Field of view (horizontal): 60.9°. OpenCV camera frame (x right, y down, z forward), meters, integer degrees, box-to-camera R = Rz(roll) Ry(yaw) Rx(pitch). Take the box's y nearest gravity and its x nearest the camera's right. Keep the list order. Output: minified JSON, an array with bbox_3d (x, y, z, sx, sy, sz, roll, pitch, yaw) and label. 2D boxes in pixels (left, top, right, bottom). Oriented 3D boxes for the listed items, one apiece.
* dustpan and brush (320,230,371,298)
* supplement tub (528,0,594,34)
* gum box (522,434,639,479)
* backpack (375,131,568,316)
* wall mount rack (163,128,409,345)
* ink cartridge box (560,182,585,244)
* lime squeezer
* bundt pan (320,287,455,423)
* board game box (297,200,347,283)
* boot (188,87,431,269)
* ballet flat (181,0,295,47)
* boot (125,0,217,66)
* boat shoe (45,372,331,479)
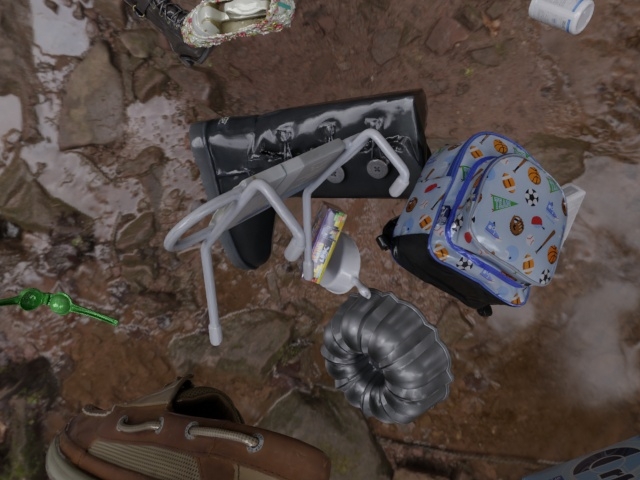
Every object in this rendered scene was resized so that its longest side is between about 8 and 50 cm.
[{"bbox_3d":[0.064,0.080,1.282,0.060,0.211,0.147,20,105,-19],"label":"dustpan and brush"},{"bbox_3d":[0.492,-0.472,1.112,0.107,0.071,0.071,40,105,31],"label":"supplement tub"},{"bbox_3d":[0.309,0.256,0.551,0.185,0.157,0.041,-26,82,10],"label":"gum box"},{"bbox_3d":[0.268,-0.044,0.901,0.277,0.213,0.263,32,64,-27],"label":"backpack"},{"bbox_3d":[-0.047,-0.007,0.733,0.130,0.350,0.304,54,140,5],"label":"wall mount rack"},{"bbox_3d":[0.506,-0.008,1.265,0.181,0.056,0.224,-23,139,-25],"label":"ink cartridge box"},{"bbox_3d":[-0.637,0.148,1.277,0.311,0.110,0.058,14,84,-31],"label":"lime squeezer"},{"bbox_3d":[0.130,0.280,1.250,0.331,0.124,0.330,24,128,35],"label":"bundt pan"},{"bbox_3d":[0.000,0.000,1.260,0.048,0.141,0.170,21,97,-9],"label":"board game box"},{"bbox_3d":[0.003,-0.101,1.088,0.446,0.146,0.366,-5,128,14],"label":"boot"},{"bbox_3d":[-0.161,-0.399,0.960,0.241,0.077,0.091,-4,94,24],"label":"ballet flat"},{"bbox_3d":[-0.313,-0.466,1.100,0.229,0.263,0.091,43,72,-28],"label":"boot"},{"bbox_3d":[-0.104,0.168,0.412,0.123,0.324,0.116,44,62,-33],"label":"boat shoe"}]
